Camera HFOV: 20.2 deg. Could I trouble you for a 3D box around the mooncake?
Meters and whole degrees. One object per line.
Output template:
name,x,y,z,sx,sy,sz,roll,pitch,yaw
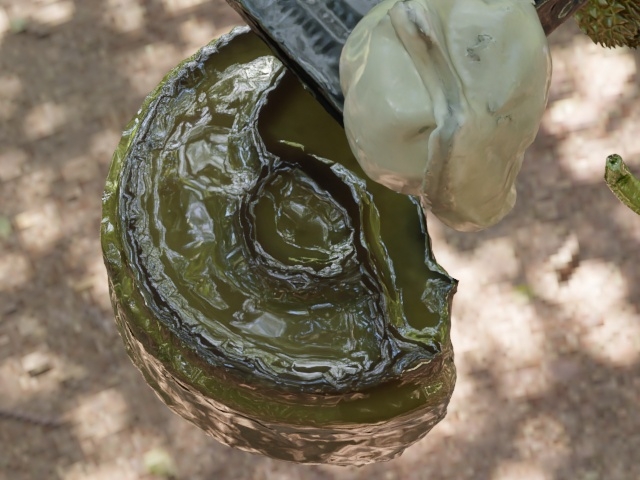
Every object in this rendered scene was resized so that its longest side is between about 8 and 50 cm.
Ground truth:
mooncake,0.000,0.000,1.620,0.393,0.246,0.394,-40,72,-18

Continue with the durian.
durian,0.337,-0.279,2.005,0.102,0.208,0.146,-7,41,45

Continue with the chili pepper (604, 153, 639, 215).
chili pepper,0.163,-0.024,0.889,0.030,0.083,0.017,-9,58,52

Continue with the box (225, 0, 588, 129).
box,0.071,-0.240,1.454,0.289,0.073,0.290,-41,58,1

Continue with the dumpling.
dumpling,0.066,-0.071,0.951,0.118,0.136,0.199,-9,-5,11
